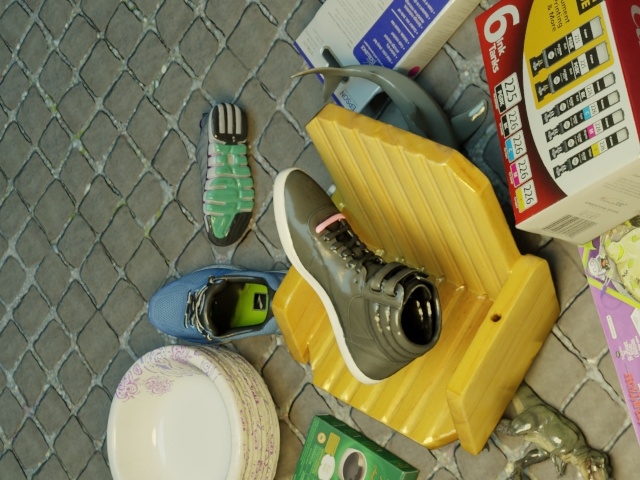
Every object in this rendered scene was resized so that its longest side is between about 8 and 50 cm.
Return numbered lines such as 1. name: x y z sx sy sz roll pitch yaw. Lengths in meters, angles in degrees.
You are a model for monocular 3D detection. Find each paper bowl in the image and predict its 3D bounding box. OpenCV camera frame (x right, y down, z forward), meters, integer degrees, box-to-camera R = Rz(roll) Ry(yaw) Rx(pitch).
1. paper bowl: -0.177 0.299 2.253 0.284 0.148 0.284 -5 82 39

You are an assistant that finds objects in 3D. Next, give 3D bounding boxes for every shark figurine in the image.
1. shark figurine: 0.109 -0.178 2.042 0.278 0.116 0.166 45 109 7

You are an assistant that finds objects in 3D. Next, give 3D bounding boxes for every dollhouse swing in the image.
1. dollhouse swing: 0.079 0.049 1.939 0.346 0.305 0.315 25 81 38

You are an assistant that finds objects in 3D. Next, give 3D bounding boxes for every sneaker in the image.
1. sneaker: -0.156 -0.099 2.336 0.098 0.083 0.224 -9 77 62
2. sneaker: -0.149 0.091 2.250 0.330 0.147 0.130 -8 81 40
3. sneaker: 0.055 0.028 1.841 0.147 0.104 0.296 -23 94 47

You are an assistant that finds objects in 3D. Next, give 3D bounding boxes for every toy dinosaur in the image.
1. toy dinosaur: 0.270 0.251 1.944 0.118 0.064 0.268 -48 55 10

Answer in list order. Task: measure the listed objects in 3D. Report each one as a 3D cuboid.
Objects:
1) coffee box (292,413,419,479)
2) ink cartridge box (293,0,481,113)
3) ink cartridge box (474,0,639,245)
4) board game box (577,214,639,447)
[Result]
1. coffee box: 0.048 0.337 2.132 0.184 0.040 0.113 26 103 39
2. ink cartridge box: 0.126 -0.354 2.116 0.371 0.069 0.176 -48 59 23
3. ink cartridge box: 0.348 -0.194 1.822 0.272 0.130 0.310 -33 55 41
4. board game box: 0.441 0.079 1.827 0.208 0.056 0.347 -24 71 31
